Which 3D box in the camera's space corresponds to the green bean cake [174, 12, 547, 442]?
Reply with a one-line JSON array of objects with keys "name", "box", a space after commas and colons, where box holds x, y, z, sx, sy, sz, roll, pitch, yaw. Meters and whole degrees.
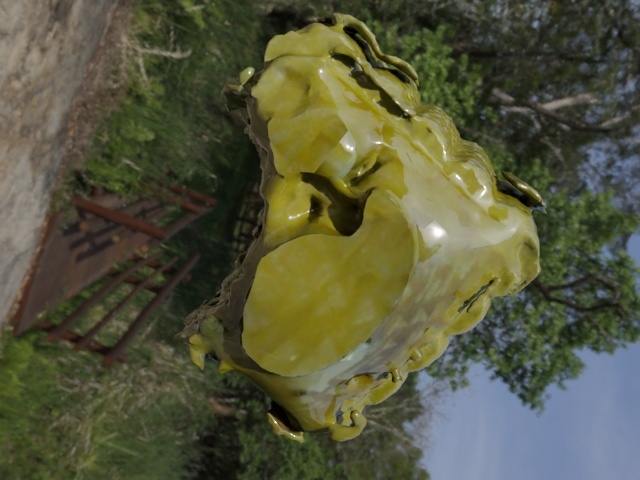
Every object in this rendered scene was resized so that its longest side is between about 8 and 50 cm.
[{"name": "green bean cake", "box": [0.000, 0.000, 0.584, 0.310, 0.285, 0.202, -48, -178, 15]}]
